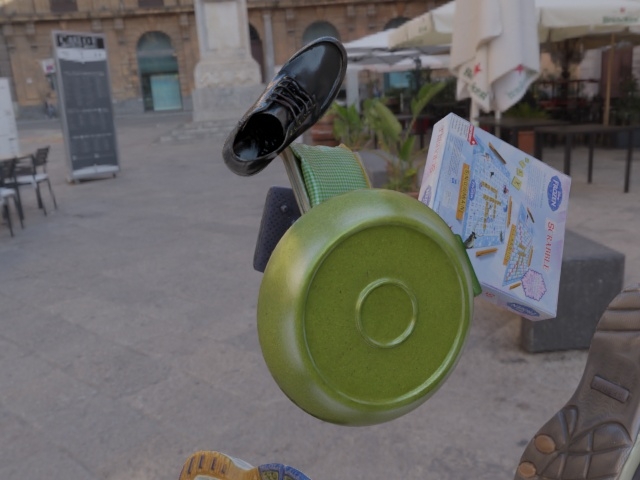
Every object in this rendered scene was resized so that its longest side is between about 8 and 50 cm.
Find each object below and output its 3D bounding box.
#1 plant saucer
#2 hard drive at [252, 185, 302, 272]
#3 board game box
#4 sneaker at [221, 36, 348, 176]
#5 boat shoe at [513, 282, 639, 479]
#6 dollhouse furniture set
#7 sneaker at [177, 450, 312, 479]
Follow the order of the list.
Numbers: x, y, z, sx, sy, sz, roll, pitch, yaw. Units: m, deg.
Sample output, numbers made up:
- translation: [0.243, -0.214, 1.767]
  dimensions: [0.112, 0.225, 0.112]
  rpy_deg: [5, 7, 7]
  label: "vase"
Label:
- translation: [0.058, 0.069, 0.614]
  dimensions: [0.241, 0.241, 0.037]
  rpy_deg: [-10, 8, -21]
  label: "plant saucer"
- translation: [0.000, 0.000, 1.186]
  dimensions: [0.254, 0.172, 0.054]
  rpy_deg: [12, -2, -26]
  label: "hard drive"
- translation: [0.340, -0.043, 1.237]
  dimensions: [0.318, 0.319, 0.066]
  rpy_deg: [24, -23, -18]
  label: "board game box"
- translation: [-0.031, -0.169, 0.777]
  dimensions: [0.222, 0.083, 0.118]
  rpy_deg: [-52, 11, -6]
  label: "sneaker"
- translation: [0.332, 0.221, 0.676]
  dimensions: [0.130, 0.355, 0.132]
  rpy_deg: [27, 4, -17]
  label: "boat shoe"
- translation: [0.086, -0.031, 0.910]
  dimensions: [0.151, 0.302, 0.197]
  rpy_deg: [-25, -10, 28]
  label: "dollhouse furniture set"
- translation: [-0.062, 0.366, 0.867]
  dimensions: [0.296, 0.112, 0.131]
  rpy_deg: [7, -25, 41]
  label: "sneaker"
